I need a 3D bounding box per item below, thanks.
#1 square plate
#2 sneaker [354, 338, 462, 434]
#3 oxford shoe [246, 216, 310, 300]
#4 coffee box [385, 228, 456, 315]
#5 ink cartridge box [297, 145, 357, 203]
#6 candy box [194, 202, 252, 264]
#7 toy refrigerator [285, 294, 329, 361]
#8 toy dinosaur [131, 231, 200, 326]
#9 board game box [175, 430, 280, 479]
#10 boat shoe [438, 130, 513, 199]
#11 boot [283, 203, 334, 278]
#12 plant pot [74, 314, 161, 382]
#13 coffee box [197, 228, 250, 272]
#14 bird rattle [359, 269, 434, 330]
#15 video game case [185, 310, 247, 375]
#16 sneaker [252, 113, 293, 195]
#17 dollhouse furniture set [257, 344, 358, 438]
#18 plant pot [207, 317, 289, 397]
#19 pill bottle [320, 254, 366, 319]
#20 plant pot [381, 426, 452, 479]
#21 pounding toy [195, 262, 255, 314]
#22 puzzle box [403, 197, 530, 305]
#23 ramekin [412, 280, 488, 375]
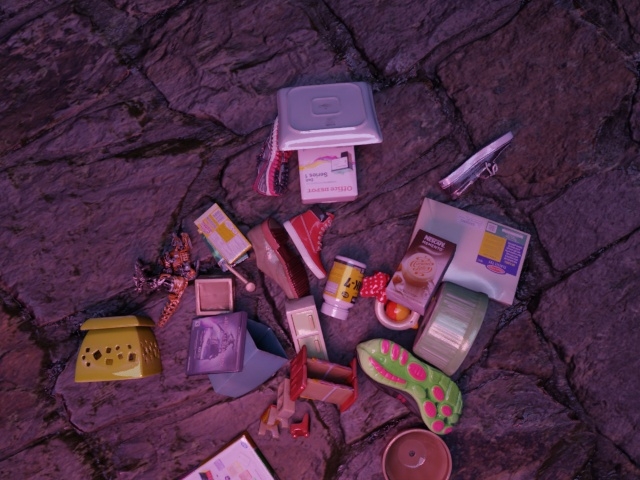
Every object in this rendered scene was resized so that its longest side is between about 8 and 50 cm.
[{"bbox_3d":[0.022,-0.446,1.893,0.347,0.049,0.344,-5,48,-1],"label":"square plate"},{"bbox_3d":[0.308,0.486,1.898,0.483,0.202,0.185,45,77,-16],"label":"sneaker"},{"bbox_3d":[-0.147,0.096,1.952,0.130,0.123,0.348,-25,89,25],"label":"oxford shoe"},{"bbox_3d":[0.335,0.103,1.824,0.141,0.098,0.247,24,71,20],"label":"coffee box"},{"bbox_3d":[0.022,-0.278,1.950,0.201,0.117,0.278,-5,87,-1],"label":"ink cartridge box"},{"bbox_3d":[-0.342,-0.023,1.927,0.105,0.027,0.206,-41,78,2],"label":"candy box"},{"bbox_3d":[-0.041,0.336,1.888,0.102,0.094,0.270,-13,109,-1],"label":"toy refrigerator"},{"bbox_3d":[-0.538,0.130,1.919,0.218,0.164,0.322,9,65,-16],"label":"toy dinosaur"},{"bbox_3d":[-0.326,0.862,1.922,0.316,0.064,0.242,-34,88,-2],"label":"board game box"},{"bbox_3d":[0.573,-0.264,1.960,0.306,0.113,0.105,-39,95,1],"label":"boat shoe"},{"bbox_3d":[0.000,0.000,1.956,0.176,0.088,0.244,-29,85,-3],"label":"boot"},{"bbox_3d":[-0.681,0.363,1.867,0.227,0.228,0.207,-4,80,-1],"label":"plant pot"},{"bbox_3d":[-0.348,0.011,1.971,0.113,0.040,0.184,-31,88,-1],"label":"coffee box"},{"bbox_3d":[0.264,0.212,1.922,0.253,0.143,0.207,2,89,1],"label":"bird rattle"},{"bbox_3d":[-0.354,0.351,1.854,0.274,0.026,0.196,-15,63,39],"label":"video game case"},{"bbox_3d":[-0.174,-0.309,1.956,0.112,0.121,0.299,4,78,30],"label":"sneaker"},{"bbox_3d":[-0.047,0.532,1.865,0.201,0.152,0.374,19,131,-19],"label":"dollhouse furniture set"},{"bbox_3d":[-0.265,0.413,1.872,0.234,0.165,0.166,-48,47,9],"label":"plant pot"},{"bbox_3d":[0.077,0.166,1.931,0.119,0.119,0.209,18,88,0],"label":"pill bottle"},{"bbox_3d":[0.328,0.760,1.911,0.237,0.110,0.237,0,88,1],"label":"plant pot"},{"bbox_3d":[-0.329,0.161,1.931,0.206,0.094,0.181,-2,97,-1],"label":"pounding toy"},{"bbox_3d":[0.518,0.041,1.955,0.408,0.052,0.272,20,78,1],"label":"puzzle box"},{"bbox_3d":[0.428,0.285,1.846,0.148,0.303,0.303,26,87,8],"label":"ramekin"}]
